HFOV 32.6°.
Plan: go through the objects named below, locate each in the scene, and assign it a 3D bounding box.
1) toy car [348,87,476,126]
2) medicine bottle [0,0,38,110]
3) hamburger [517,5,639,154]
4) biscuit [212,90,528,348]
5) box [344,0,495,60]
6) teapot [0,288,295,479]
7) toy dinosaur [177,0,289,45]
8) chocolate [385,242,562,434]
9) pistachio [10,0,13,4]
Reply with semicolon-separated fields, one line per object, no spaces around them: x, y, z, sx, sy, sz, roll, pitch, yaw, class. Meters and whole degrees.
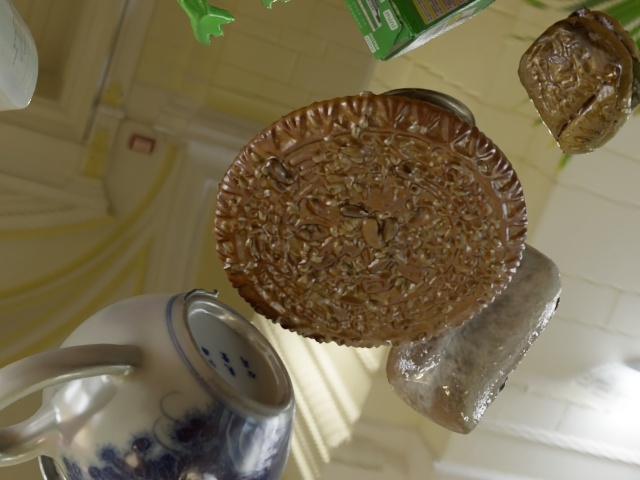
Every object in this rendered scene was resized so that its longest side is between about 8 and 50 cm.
0.115;-0.137;1.483;0.235;0.145;0.235;5;-144;-4;toy car
-0.464;-0.289;1.425;0.111;0.161;0.296;-7;162;1;medicine bottle
0.388;-0.242;1.648;0.129;0.183;0.206;3;-127;-37;hamburger
0.045;-0.004;1.033;0.305;0.305;0.038;17;-142;-11;biscuit
0.153;-0.403;1.697;0.250;0.180;0.103;-34;-171;-35;box
-0.173;0.195;1.083;0.424;0.280;0.252;25;-152;-51;teapot
-0.183;-0.450;1.331;0.500;0.144;0.375;36;-149;-56;toy dinosaur
0.218;0.120;1.622;0.185;0.303;0.100;30;171;36;chocolate
-0.685;-0.474;2.140;0.226;0.136;0.136;49;-179;-26;pistachio
